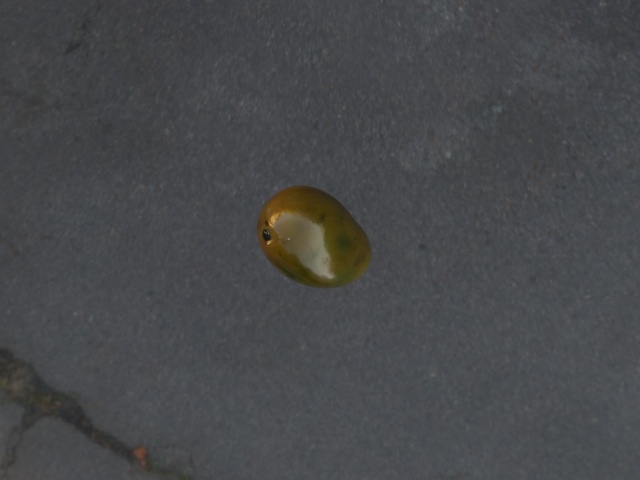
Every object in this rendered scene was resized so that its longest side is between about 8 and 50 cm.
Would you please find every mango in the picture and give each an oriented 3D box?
[{"bbox_3d":[-0.004,0.003,1.000,0.163,0.111,0.089,44,157,-31],"label":"mango"}]
